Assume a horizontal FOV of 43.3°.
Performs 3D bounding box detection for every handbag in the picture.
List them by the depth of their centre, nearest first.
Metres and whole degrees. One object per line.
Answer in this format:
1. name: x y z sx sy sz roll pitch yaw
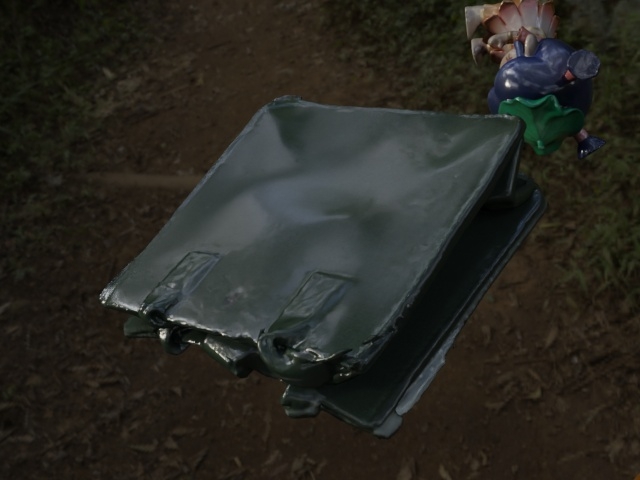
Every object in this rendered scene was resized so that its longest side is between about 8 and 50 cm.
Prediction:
1. handbag: 0.000 -0.002 0.574 0.247 0.079 0.260 11 47 38

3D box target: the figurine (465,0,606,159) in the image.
1. figurine: 0.202 -0.167 0.770 0.102 0.111 0.195 -17 50 15

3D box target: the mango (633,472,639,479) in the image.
1. mango: 0.212 0.233 0.319 0.173 0.211 0.317 -13 60 23
